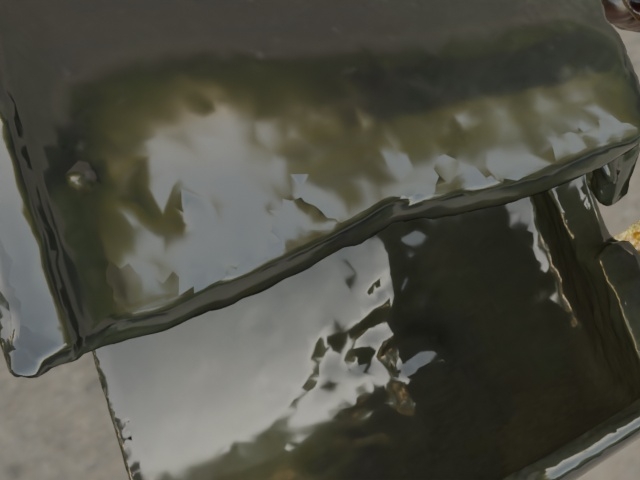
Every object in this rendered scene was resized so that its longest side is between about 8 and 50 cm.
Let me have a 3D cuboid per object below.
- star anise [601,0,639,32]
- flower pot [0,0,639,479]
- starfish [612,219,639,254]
[{"bbox_3d":[0.209,-0.197,1.166,0.125,0.220,0.190,-2,103,9],"label":"star anise"},{"bbox_3d":[0.000,0.000,0.806,0.251,0.379,0.379,-19,93,-3],"label":"flower pot"},{"bbox_3d":[0.350,-0.026,1.565,0.299,0.060,0.302,22,138,-18],"label":"starfish"}]
